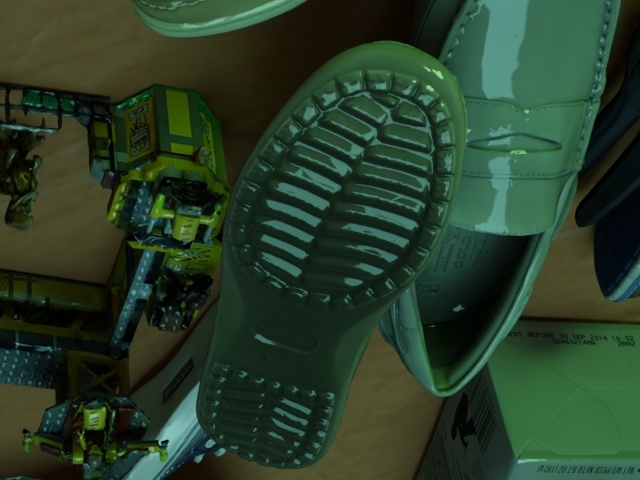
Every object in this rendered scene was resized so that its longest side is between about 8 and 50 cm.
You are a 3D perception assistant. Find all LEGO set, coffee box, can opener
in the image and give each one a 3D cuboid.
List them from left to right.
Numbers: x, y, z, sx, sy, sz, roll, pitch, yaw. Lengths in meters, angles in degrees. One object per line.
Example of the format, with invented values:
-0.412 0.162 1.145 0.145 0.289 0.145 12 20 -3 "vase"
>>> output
-0.195 0.042 0.813 0.331 0.192 0.255 15 130 -24 "LEGO set"
0.154 0.196 1.084 0.168 0.119 0.297 2 134 -14 "coffee box"
0.173 -0.065 0.859 0.059 0.073 0.186 36 140 9 "can opener"

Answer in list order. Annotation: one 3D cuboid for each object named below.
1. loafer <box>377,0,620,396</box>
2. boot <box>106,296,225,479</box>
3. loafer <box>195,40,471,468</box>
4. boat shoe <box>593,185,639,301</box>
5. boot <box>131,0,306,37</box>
0.093 -0.050 0.831 0.112 0.111 0.319 -1 135 -12 "loafer"
-0.065 0.113 0.996 0.086 0.069 0.190 26 123 -28 "boot"
0.000 0.000 0.801 0.102 0.092 0.268 21 130 -4 "loafer"
0.213 -0.032 0.904 0.066 0.066 0.183 7 133 -19 "boat shoe"
-0.012 -0.175 0.671 0.213 0.077 0.165 -27 160 9 "boot"
